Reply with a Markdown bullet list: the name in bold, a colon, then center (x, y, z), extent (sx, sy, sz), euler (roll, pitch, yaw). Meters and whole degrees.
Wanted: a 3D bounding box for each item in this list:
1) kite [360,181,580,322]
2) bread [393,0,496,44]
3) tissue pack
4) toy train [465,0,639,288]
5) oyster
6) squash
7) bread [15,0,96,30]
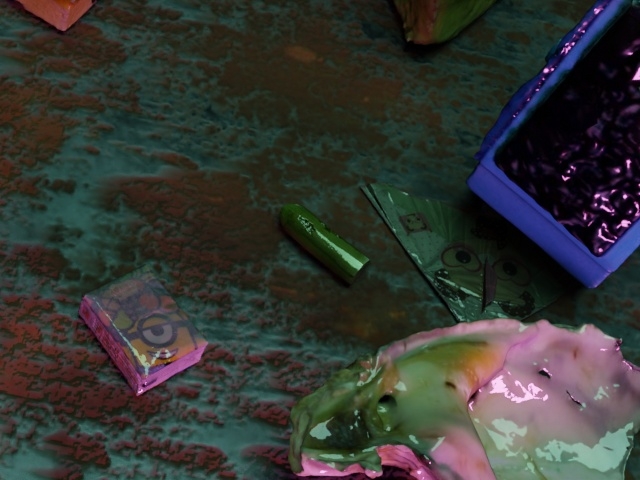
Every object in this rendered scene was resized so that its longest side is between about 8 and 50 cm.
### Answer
- **kite**: center (0.144, -0.020, 1.402), extent (0.229, 0.012, 0.250), euler (19, 53, -7)
- **bread**: center (0.058, -0.395, 1.489), extent (0.362, 0.233, 0.245), euler (40, 57, 15)
- **tissue pack**: center (-0.134, 0.065, 1.242), extent (0.063, 0.035, 0.083), euler (-29, 71, -31)
- **toy train**: center (0.274, -0.130, 1.329), extent (0.188, 0.300, 0.265), euler (41, 36, 6)
- **oyster**: center (0.130, 0.152, 1.233), extent (0.271, 0.100, 0.275), euler (37, 42, 5)
- **squash**: center (0.000, 0.000, 1.331), extent (0.083, 0.027, 0.027), euler (38, 55, 10)
- **bread**: center (-0.282, -0.266, 1.402), extent (0.226, 0.049, 0.088), euler (33, 54, 6)
